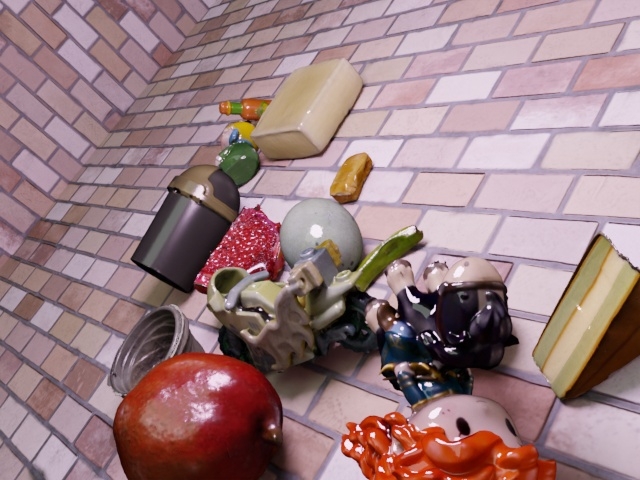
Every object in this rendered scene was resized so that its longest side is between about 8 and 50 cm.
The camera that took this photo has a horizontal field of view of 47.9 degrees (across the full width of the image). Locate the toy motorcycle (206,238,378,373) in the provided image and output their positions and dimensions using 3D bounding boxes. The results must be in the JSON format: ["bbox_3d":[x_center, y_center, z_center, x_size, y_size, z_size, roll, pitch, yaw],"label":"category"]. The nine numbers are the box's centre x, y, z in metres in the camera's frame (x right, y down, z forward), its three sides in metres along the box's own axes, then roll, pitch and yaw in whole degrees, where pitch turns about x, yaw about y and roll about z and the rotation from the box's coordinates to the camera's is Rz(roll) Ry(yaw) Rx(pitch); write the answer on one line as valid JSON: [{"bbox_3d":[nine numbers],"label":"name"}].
[{"bbox_3d":[-0.067,0.137,1.385,0.410,0.237,0.169,-17,20,35],"label":"toy motorcycle"}]

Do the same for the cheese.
[{"bbox_3d":[-0.038,-0.361,1.993,0.242,0.124,0.266,5,56,46],"label":"cheese"}]

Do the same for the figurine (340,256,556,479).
[{"bbox_3d":[0.167,0.213,0.978,0.306,0.241,0.412,-19,61,47],"label":"figurine"}]

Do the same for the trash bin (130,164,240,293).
[{"bbox_3d":[-0.336,-0.045,1.900,0.214,0.214,0.334,9,65,52],"label":"trash bin"}]

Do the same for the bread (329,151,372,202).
[{"bbox_3d":[0.072,-0.149,1.698,0.074,0.053,0.132,-4,49,46],"label":"bread"}]

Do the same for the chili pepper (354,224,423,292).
[{"bbox_3d":[0.120,0.041,1.440,0.201,0.052,0.050,-44,-3,5],"label":"chili pepper"}]

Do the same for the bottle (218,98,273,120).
[{"bbox_3d":[-0.213,-0.394,2.171,0.069,0.186,0.069,178,90,-66],"label":"bottle"}]

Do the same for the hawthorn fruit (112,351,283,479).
[{"bbox_3d":[-0.214,0.332,1.295,0.311,0.295,0.295,-36,34,12],"label":"hawthorn fruit"}]

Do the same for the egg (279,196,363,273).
[{"bbox_3d":[0.000,0.000,1.506,0.169,0.169,0.236,-42,25,5],"label":"egg"}]

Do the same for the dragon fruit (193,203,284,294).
[{"bbox_3d":[-0.174,0.047,1.684,0.262,0.162,0.189,-63,8,-31],"label":"dragon fruit"}]

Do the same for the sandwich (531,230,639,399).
[{"bbox_3d":[0.364,0.108,1.006,0.187,0.144,0.117,-38,31,11],"label":"sandwich"}]

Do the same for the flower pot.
[{"bbox_3d":[-0.348,0.274,1.619,0.235,0.140,0.236,-31,35,24],"label":"flower pot"}]

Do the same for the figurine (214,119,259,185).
[{"bbox_3d":[-0.259,-0.257,2.140,0.185,0.127,0.234,-42,42,20],"label":"figurine"}]
